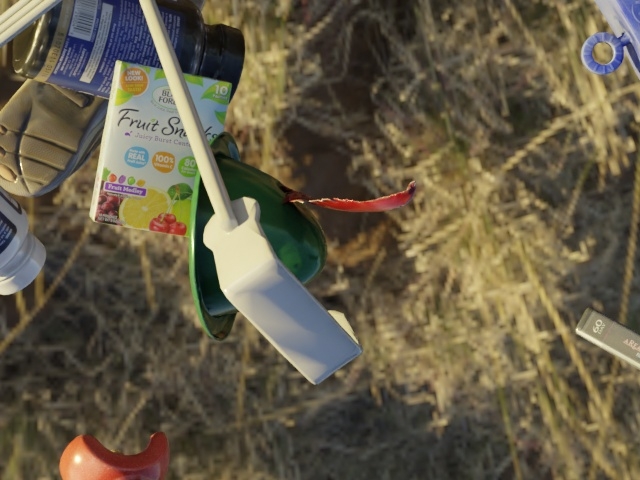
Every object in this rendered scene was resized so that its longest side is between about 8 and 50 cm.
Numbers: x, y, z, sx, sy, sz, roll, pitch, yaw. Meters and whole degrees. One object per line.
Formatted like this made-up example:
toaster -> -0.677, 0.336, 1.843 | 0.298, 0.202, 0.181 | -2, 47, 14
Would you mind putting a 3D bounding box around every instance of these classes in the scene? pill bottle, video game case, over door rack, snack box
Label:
pill bottle -> -0.353, -0.021, 1.390 | 0.094, 0.094, 0.169 | -23, 132, 19
video game case -> 0.314, 0.127, 1.008 | 0.026, 0.274, 0.196 | -60, 167, 3
over door rack -> -0.154, -0.021, 0.549 | 0.239, 0.324, 0.108 | -37, 138, 9
snack box -> -0.141, -0.079, 1.215 | 0.100, 0.037, 0.141 | 9, 97, -17
pill bottle -> -0.195, -0.202, 1.430 | 0.219, 0.123, 0.123 | 13, 139, -24

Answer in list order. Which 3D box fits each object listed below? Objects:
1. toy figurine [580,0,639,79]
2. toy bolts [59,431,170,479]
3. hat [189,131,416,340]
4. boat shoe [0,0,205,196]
toy figurine -> 0.339, -0.190, 1.278 | 0.217, 0.362, 0.191 | -31, -174, -8
toy bolts -> -0.159, 0.301, 1.274 | 0.218, 0.158, 0.228 | -3, 133, -24
hat -> 0.000, 0.000, 1.131 | 0.183, 0.208, 0.173 | 0, 112, 10
boat shoe -> -0.270, -0.203, 1.661 | 0.132, 0.355, 0.130 | 42, 172, -3
